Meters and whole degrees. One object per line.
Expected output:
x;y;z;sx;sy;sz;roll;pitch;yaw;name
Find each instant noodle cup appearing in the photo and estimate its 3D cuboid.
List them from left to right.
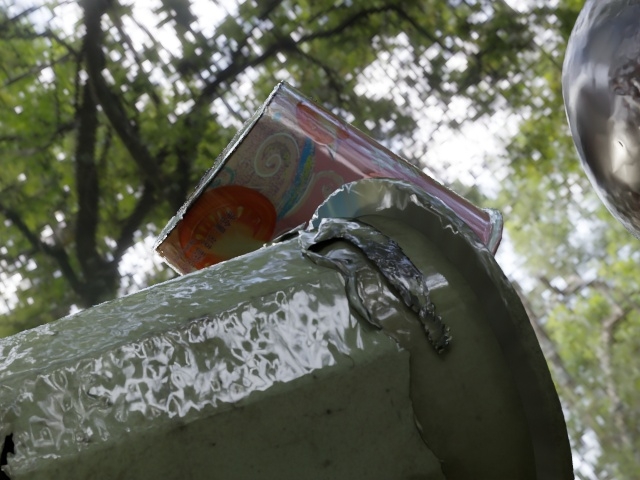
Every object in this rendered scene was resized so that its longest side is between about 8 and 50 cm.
0.000;0.000;1.059;0.243;0.231;0.243;-50;8;10;instant noodle cup

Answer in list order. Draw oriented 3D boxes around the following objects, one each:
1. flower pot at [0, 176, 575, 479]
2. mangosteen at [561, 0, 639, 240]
-0.036;0.096;0.482;0.203;0.212;0.212;-15;-36;-30;flower pot
0.334;-0.134;0.836;0.307;0.307;0.346;13;-88;-52;mangosteen
